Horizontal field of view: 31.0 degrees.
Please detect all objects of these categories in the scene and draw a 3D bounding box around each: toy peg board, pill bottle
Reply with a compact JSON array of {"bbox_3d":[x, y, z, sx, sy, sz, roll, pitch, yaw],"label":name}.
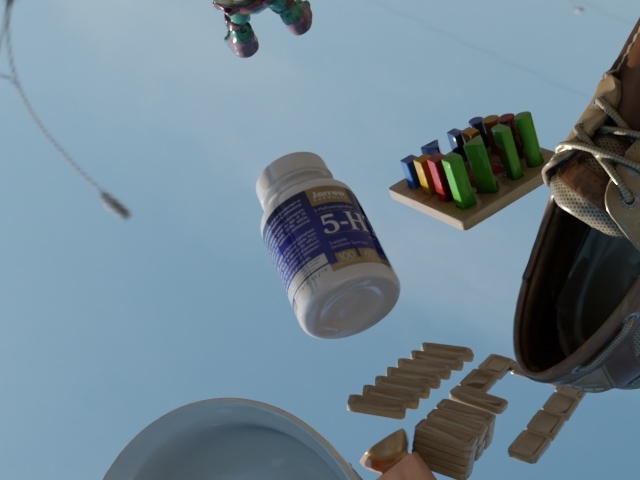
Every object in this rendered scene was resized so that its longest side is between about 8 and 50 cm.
[{"bbox_3d":[0.178,-0.102,1.376,0.161,0.079,0.160,-30,-151,-18],"label":"toy peg board"},{"bbox_3d":[0.000,0.000,1.213,0.112,0.112,0.187,2,-134,-34],"label":"pill bottle"}]

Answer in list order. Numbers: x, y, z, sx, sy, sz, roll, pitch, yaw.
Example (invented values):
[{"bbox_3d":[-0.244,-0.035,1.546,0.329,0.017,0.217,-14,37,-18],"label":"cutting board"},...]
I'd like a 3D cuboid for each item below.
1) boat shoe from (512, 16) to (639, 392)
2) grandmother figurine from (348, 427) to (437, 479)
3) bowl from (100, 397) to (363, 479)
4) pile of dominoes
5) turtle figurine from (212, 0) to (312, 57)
[{"bbox_3d":[0.202,-0.036,0.711,0.116,0.325,0.123,-8,-149,-33],"label":"boat shoe"},{"bbox_3d":[0.133,0.338,1.035,0.342,0.207,0.104,57,177,16],"label":"grandmother figurine"},{"bbox_3d":[-0.048,0.281,0.947,0.297,0.298,0.134,32,-173,30],"label":"bowl"},{"bbox_3d":[0.156,0.174,1.198,0.195,0.040,0.251,15,-163,23],"label":"pile of dominoes"},{"bbox_3d":[-0.093,-0.311,1.340,0.175,0.234,0.118,-6,-118,14],"label":"turtle figurine"}]
